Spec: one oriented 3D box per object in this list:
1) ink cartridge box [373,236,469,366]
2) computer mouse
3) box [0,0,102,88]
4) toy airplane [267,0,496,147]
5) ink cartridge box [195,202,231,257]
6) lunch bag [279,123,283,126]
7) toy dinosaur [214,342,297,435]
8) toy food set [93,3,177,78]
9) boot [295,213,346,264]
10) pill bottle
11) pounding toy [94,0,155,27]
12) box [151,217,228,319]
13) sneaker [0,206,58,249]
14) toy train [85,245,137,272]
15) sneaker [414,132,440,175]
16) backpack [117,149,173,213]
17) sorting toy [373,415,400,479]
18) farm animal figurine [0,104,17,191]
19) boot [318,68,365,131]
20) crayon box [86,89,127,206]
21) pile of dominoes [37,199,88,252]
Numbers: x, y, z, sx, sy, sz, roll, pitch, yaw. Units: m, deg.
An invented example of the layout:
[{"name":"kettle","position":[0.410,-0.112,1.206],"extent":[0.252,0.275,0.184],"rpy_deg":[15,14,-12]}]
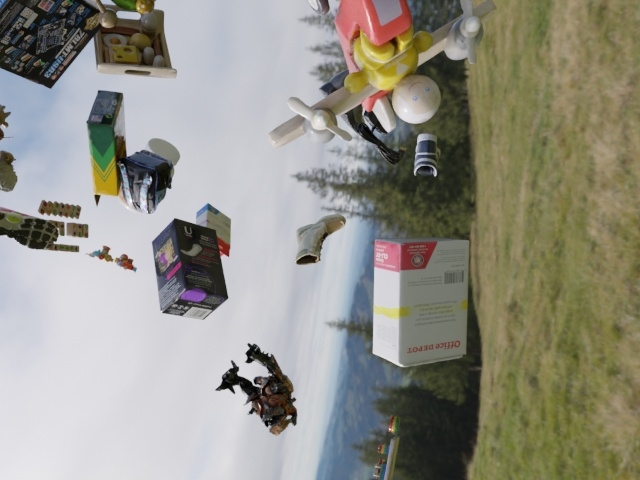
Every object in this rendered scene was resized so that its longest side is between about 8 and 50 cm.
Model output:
[{"name":"ink cartridge box","position":[0.324,0.188,2.022],"extent":[0.160,0.279,0.385],"rpy_deg":[9,100,61]},{"name":"computer mouse","position":[0.199,-0.339,1.816],"extent":[0.060,0.184,0.262],"rpy_deg":[-35,22,36]},{"name":"box","position":[-0.787,-0.591,1.734],"extent":[0.295,0.073,0.293],"rpy_deg":[-44,-17,12]},{"name":"toy airplane","position":[0.122,-0.309,1.172],"extent":[0.384,0.272,0.386],"rpy_deg":[-8,-36,-45]},{"name":"ink cartridge box","position":[-0.436,-0.025,2.527],"extent":[0.134,0.078,0.231],"rpy_deg":[38,-150,-34]},{"name":"lunch bag","position":[-0.085,-0.377,2.101],"extent":[0.071,0.083,0.053],"rpy_deg":[-10,-101,-68]},{"name":"toy dinosaur","position":[-0.150,0.401,1.686],"extent":[0.164,0.218,0.322],"rpy_deg":[-52,13,-9]},{"name":"toy food set","position":[-0.557,-0.598,1.854],"extent":[0.092,0.219,0.306],"rpy_deg":[113,147,-46]},{"name":"boot","position":[0.000,0.000,2.307],"extent":[0.077,0.213,0.165],"rpy_deg":[51,-152,-38]},{"name":"pill bottle","position":[-0.665,-0.251,2.420],"extent":[0.278,0.162,0.162],"rpy_deg":[-51,11,29]},{"name":"pounding toy","position":[-0.511,-0.684,1.716],"extent":[0.237,0.110,0.183],"rpy_deg":[-35,-25,-14]},{"name":"box","position":[-0.410,0.090,1.947],"extent":[0.143,0.165,0.270],"rpy_deg":[-40,50,31]},{"name":"sneaker","position":[-0.953,-0.058,1.947],"extent":[0.279,0.118,0.107],"rpy_deg":[27,-84,-49]},{"name":"toy train","position":[-0.655,0.054,1.986],"extent":[0.125,0.166,0.046],"rpy_deg":[150,141,-85]},{"name":"sneaker","position":[0.430,-0.316,2.517],"extent":[0.282,0.099,0.153],"rpy_deg":[43,-131,-73]},{"name":"backpack","position":[-0.549,-0.179,1.968],"extent":[0.117,0.158,0.173],"rpy_deg":[-43,-33,-53]},{"name":"sorting toy","position":[0.190,0.648,1.814],"extent":[0.132,0.046,0.275],"rpy_deg":[46,-126,-71]},{"name":"farm animal figurine","position":[-0.979,-0.329,1.756],"extent":[0.330,0.172,0.327],"rpy_deg":[43,-151,-69]},{"name":"boot","position":[0.141,-0.470,1.948],"extent":[0.222,0.118,0.338],"rpy_deg":[-43,-14,6]},{"name":"crayon box","position":[-0.673,-0.287,1.984],"extent":[0.202,0.081,0.319],"rpy_deg":[-97,15,-47]},{"name":"pile of dominoes","position":[-1.001,-0.055,2.429],"extent":[0.251,0.040,0.196],"rpy_deg":[12,-105,-72]}]
